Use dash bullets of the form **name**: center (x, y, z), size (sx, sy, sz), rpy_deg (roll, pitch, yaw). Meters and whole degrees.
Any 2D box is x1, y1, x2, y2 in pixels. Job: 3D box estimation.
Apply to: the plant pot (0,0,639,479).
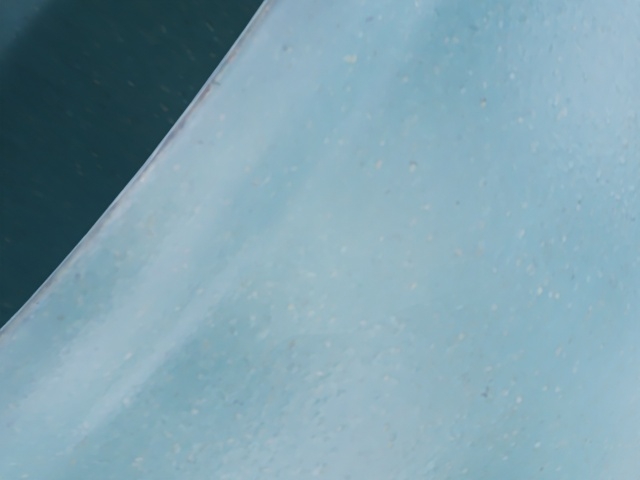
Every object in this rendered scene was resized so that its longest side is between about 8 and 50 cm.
- **plant pot**: center (0.000, 0.000, 0.504), size (0.196, 0.293, 0.293), rpy_deg (38, 33, -23)
